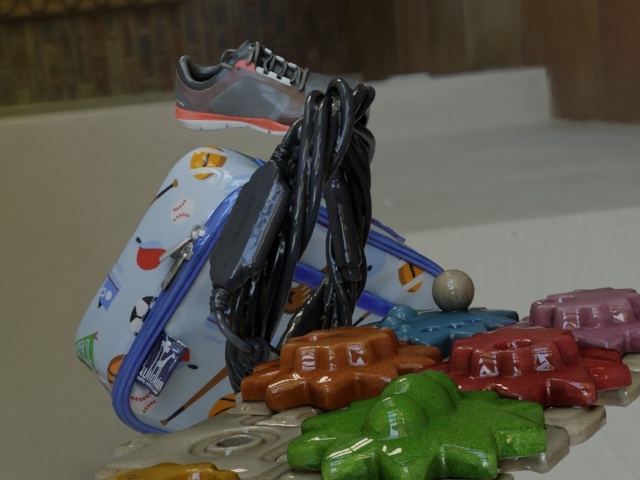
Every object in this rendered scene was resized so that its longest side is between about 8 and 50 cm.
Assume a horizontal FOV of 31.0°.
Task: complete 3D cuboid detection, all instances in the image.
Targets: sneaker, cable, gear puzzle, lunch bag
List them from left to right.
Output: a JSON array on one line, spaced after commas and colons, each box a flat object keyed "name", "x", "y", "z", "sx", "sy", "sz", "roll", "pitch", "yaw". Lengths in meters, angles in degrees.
[{"name": "sneaker", "x": -0.042, "y": -0.121, "z": 0.889, "sx": 0.061, "sy": 0.158, "sz": 0.064, "roll": -71, "pitch": -23, "yaw": -60}, {"name": "lunch bag", "x": -0.038, "y": 0.060, "z": 0.956, "sx": 0.243, "sy": 0.303, "sz": 0.115, "roll": -56, "pitch": 45, "yaw": 8}, {"name": "cable", "x": 0.000, "y": 0.000, "z": 0.625, "sx": 0.150, "sy": 0.047, "sz": 0.184, "roll": 60, "pitch": -133, "yaw": -57}, {"name": "gear puzzle", "x": 0.013, "y": 0.057, "z": 0.431, "sx": 0.339, "sy": 0.175, "sz": 0.044, "roll": -16, "pitch": -80, "yaw": -55}]
